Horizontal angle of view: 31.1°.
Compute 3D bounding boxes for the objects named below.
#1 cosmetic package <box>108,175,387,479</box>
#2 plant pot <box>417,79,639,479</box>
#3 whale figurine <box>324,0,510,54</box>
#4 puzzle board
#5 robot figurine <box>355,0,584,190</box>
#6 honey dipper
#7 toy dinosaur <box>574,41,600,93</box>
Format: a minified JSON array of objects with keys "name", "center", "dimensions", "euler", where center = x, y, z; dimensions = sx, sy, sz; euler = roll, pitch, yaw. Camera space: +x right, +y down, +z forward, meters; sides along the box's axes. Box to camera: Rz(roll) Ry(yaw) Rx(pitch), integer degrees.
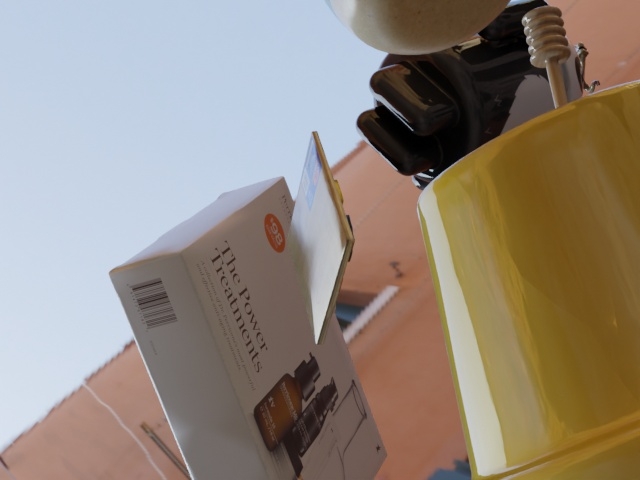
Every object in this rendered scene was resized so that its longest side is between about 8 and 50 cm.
[{"name":"cosmetic package","center":[-0.062,0.148,1.270],"dimensions":[0.377,0.097,0.284],"euler":[70,-158,-12]},{"name":"plant pot","center":[0.170,0.056,0.618],"dimensions":[0.254,0.254,0.239],"euler":[-17,-104,-24]},{"name":"whale figurine","center":[0.086,-0.281,0.886],"dimensions":[0.216,0.141,0.272],"euler":[-8,-48,-33]},{"name":"puzzle board","center":[0.000,0.000,0.809],"dimensions":[0.011,0.128,0.096],"euler":[-5,-125,-16]},{"name":"robot figurine","center":[0.176,-0.162,1.313],"dimensions":[0.278,0.209,0.173],"euler":[-21,-86,-36]},{"name":"honey dipper","center":[0.175,-0.092,0.827],"dimensions":[0.030,0.030,0.160],"euler":[0,-111,-25]},{"name":"toy dinosaur","center":[0.325,-0.190,1.531],"dimensions":[0.053,0.183,0.092],"euler":[-9,-114,-27]}]
